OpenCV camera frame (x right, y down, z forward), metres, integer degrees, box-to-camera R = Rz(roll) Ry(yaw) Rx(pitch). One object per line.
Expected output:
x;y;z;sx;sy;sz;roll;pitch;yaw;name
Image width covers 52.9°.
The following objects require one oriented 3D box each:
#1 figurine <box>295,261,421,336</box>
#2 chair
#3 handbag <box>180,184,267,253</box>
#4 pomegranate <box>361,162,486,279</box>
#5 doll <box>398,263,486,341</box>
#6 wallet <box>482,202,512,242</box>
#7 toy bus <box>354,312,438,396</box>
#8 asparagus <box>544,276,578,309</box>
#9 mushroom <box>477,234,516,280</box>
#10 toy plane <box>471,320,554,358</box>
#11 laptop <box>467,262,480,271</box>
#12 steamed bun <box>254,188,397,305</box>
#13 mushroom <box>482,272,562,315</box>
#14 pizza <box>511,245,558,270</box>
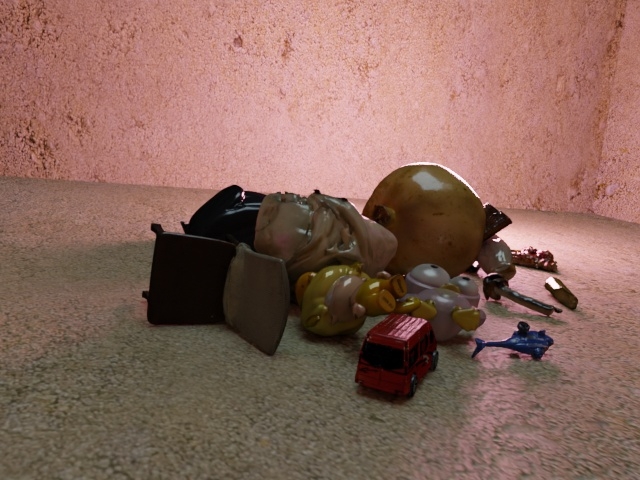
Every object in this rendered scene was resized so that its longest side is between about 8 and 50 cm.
0.049;0.098;1.072;0.156;0.131;0.246;-47;19;-25;figurine
-0.189;0.072;1.076;0.186;0.160;0.319;7;7;-23;chair
-0.230;-0.061;1.740;0.274;0.178;0.302;3;10;-16;handbag
0.238;-0.037;1.564;0.319;0.319;0.319;5;10;-1;pomegranate
0.233;0.116;1.232;0.160;0.094;0.365;10;11;10;doll
0.390;-0.011;1.765;0.243;0.039;0.133;-35;27;2;wallet
0.117;0.156;0.934;0.081;0.089;0.195;10;10;22;toy bus
0.572;0.125;1.529;0.045;0.041;0.178;51;12;-2;asparagus
0.449;0.021;1.787;0.109;0.097;0.351;-31;21;0;mushroom
0.328;0.175;1.086;0.167;0.054;0.062;3;36;-20;toy plane
0.367;0.062;1.852;0.180;0.016;0.129;11;11;20;laptop
-0.001;0.039;1.292;0.267;0.207;0.280;12;-15;36;steamed bun
0.441;0.129;1.427;0.060;0.061;0.187;-20;36;-38;mushroom
0.662;0.050;1.975;0.200;0.053;0.193;0;11;-33;pizza
